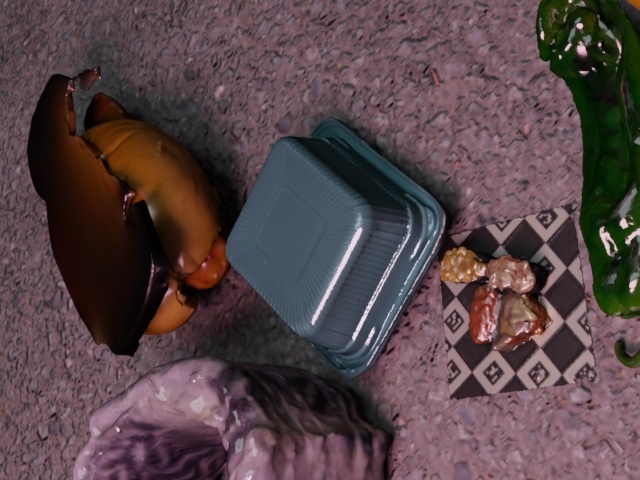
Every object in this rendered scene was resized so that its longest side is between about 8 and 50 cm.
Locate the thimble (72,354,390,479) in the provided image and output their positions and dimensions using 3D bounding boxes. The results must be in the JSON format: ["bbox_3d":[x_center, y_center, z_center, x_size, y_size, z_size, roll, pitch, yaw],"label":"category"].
[{"bbox_3d":[-0.075,0.204,0.947,0.245,0.157,0.217,-51,54,21],"label":"thimble"}]

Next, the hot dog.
[{"bbox_3d":[-0.155,-0.038,1.092,0.194,0.107,0.326,-63,39,39],"label":"hot dog"}]

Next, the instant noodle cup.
[{"bbox_3d":[0.000,0.000,0.973,0.179,0.070,0.157,42,111,43],"label":"instant noodle cup"}]

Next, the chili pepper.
[{"bbox_3d":[0.197,-0.050,0.822,0.100,0.074,0.257,-25,61,39],"label":"chili pepper"}]

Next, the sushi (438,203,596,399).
[{"bbox_3d":[0.128,0.045,0.889,0.120,0.026,0.126,-16,72,37],"label":"sushi"}]

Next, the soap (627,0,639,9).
[{"bbox_3d":[0.271,-0.158,0.635,0.259,0.281,0.143,9,85,42],"label":"soap"}]
